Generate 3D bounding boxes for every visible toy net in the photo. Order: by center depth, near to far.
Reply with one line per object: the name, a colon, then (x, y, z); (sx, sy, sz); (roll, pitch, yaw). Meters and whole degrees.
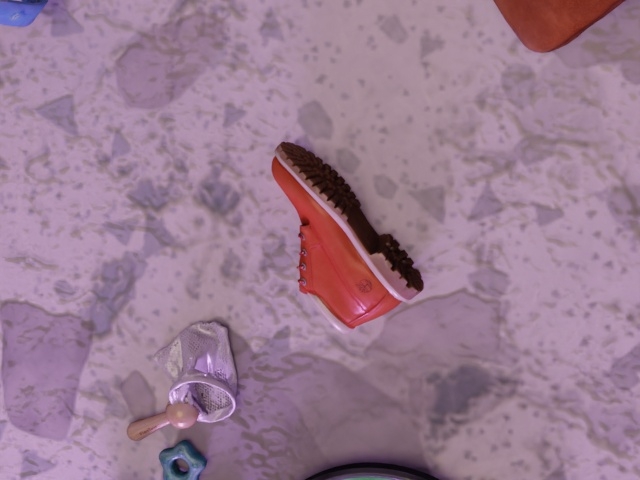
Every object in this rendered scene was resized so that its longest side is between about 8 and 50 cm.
toy net: (-0.115, 0.183, 0.991); (0.122, 0.045, 0.232); (23, 106, 8)

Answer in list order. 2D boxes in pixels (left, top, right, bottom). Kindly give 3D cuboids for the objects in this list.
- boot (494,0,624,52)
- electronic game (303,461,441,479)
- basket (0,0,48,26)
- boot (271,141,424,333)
boot: (0.155, -0.263, 0.729); (0.096, 0.280, 0.264); (-33, 98, -13)
electronic game: (0.050, 0.293, 0.973); (0.229, 0.048, 0.229); (3, 102, 13)
basket: (-0.358, -0.264, 0.846); (0.201, 0.254, 0.289); (-42, 80, 23)
boot: (0.000, 0.000, 0.919); (0.084, 0.059, 0.158); (-37, 93, 23)
